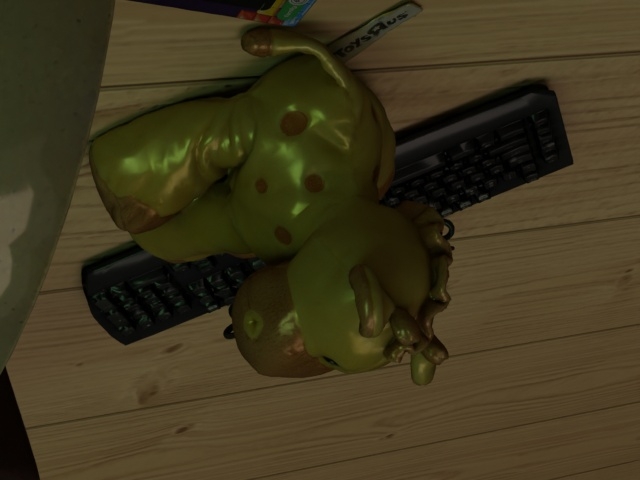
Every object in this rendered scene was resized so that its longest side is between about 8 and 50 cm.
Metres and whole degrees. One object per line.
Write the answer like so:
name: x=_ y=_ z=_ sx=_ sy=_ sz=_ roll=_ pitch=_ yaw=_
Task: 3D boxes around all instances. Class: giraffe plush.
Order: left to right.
giraffe plush: x=0.000 y=0.000 z=1.042 sx=0.181 sy=0.170 sz=0.210 roll=2 pitch=151 yaw=-47

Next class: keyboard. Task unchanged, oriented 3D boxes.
keyboard: x=0.012 y=-0.001 z=1.265 sx=0.317 sy=0.033 sz=0.201 roll=-22 pitch=161 yaw=5

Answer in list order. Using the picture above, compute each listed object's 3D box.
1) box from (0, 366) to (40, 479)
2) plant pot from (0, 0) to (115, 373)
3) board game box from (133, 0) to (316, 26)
box: x=-0.320 y=0.079 z=0.986 sx=0.191 sy=0.143 sz=0.381 roll=-26 pitch=162 yaw=13
plant pot: x=-0.230 y=-0.081 z=0.550 sx=0.274 sy=0.256 sz=0.256 roll=11 pitch=147 yaw=-27
board game box: x=-0.041 y=-0.148 z=0.731 sx=0.141 sy=0.048 sz=0.170 roll=8 pitch=153 yaw=-23
